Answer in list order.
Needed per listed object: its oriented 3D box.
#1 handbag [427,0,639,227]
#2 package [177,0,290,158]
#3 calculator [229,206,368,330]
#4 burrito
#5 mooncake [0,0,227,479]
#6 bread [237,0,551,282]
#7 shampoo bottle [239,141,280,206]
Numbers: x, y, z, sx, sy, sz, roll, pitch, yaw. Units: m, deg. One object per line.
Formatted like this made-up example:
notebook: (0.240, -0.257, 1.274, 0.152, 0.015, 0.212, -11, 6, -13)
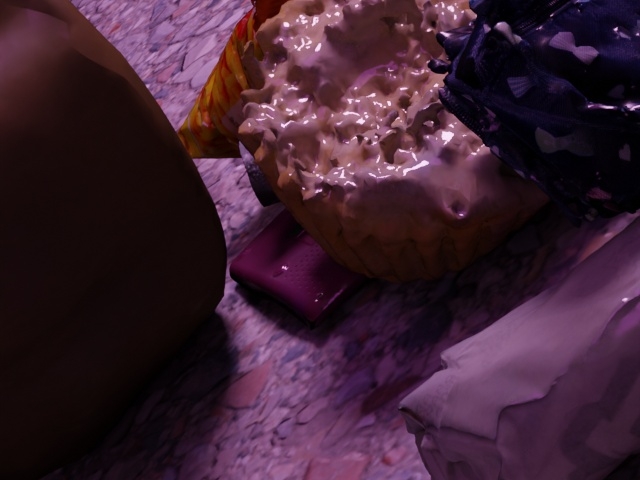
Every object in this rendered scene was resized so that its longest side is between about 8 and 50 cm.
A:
handbag: (0.169, -0.098, 1.056, 0.260, 0.162, 0.113, -25, -29, -54)
package: (0.002, -0.146, 1.439, 0.223, 0.108, 0.288, -25, -13, -24)
calculator: (0.000, 0.000, 1.376, 0.126, 0.034, 0.190, -46, 24, -9)
burrito: (0.231, 0.003, 0.954, 0.445, 0.101, 0.139, -36, 9, 8)
mooncake: (-0.296, -0.050, 1.381, 0.262, 0.467, 0.467, -44, 24, -14)
bread: (0.079, -0.096, 1.246, 0.274, 0.149, 0.274, -7, 57, 11)
shampoo bottle: (0.043, -0.086, 1.377, 0.208, 0.063, 0.057, -19, 12, 4)
